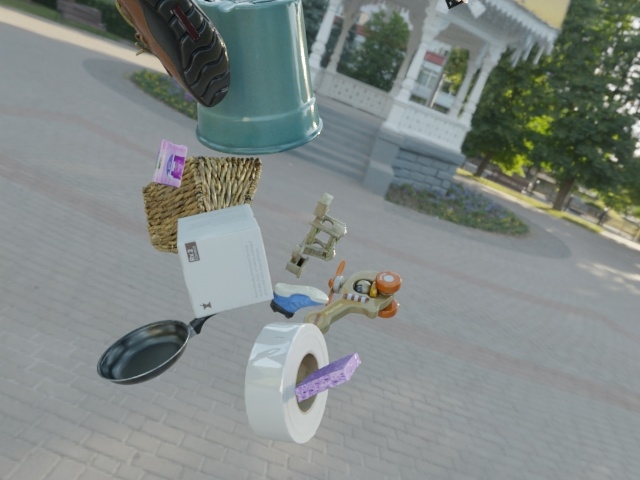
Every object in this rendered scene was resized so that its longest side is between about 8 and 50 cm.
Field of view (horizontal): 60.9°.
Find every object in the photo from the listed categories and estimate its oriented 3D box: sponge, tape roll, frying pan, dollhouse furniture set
[{"bbox_3d":[0.021,0.300,1.213,0.031,0.117,0.210,65,10,7],"label":"sponge"},{"bbox_3d":[-0.074,0.340,1.325,0.100,0.286,0.286,-1,7,23],"label":"tape roll"},{"bbox_3d":[-0.326,0.202,1.177,0.197,0.053,0.326,4,31,39],"label":"frying pan"},{"bbox_3d":[0.000,0.000,1.463,0.101,0.182,0.161,28,47,4],"label":"dollhouse furniture set"}]

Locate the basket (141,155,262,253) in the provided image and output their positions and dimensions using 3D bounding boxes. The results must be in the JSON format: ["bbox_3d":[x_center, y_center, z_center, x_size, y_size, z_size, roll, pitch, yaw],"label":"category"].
[{"bbox_3d":[-0.295,-0.081,1.429,0.223,0.214,0.299,-7,-8,-44],"label":"basket"}]

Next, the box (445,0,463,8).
[{"bbox_3d":[0.454,-0.806,1.537,0.261,0.184,0.103,-13,30,37],"label":"box"}]

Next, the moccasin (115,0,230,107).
[{"bbox_3d":[-0.310,-0.423,1.088,0.147,0.139,0.380,29,-11,39],"label":"moccasin"}]

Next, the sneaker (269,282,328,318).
[{"bbox_3d":[-0.059,0.166,1.436,0.152,0.085,0.058,11,23,-24],"label":"sneaker"}]

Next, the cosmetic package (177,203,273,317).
[{"bbox_3d":[-0.189,0.032,1.062,0.151,0.151,0.184,-13,21,-10],"label":"cosmetic package"}]

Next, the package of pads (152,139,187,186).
[{"bbox_3d":[-0.286,-0.146,1.038,0.032,0.083,0.050,13,2,44],"label":"package of pads"}]

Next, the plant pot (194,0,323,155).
[{"bbox_3d":[-0.168,-0.437,1.363,0.340,0.334,0.341,-2,34,1],"label":"plant pot"}]

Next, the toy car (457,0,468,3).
[{"bbox_3d":[0.263,-0.633,1.259,0.238,0.219,0.210,38,53,-15],"label":"toy car"}]

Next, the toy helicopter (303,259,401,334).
[{"bbox_3d":[0.078,0.189,1.751,0.355,0.140,0.235,-28,45,-34],"label":"toy helicopter"}]
